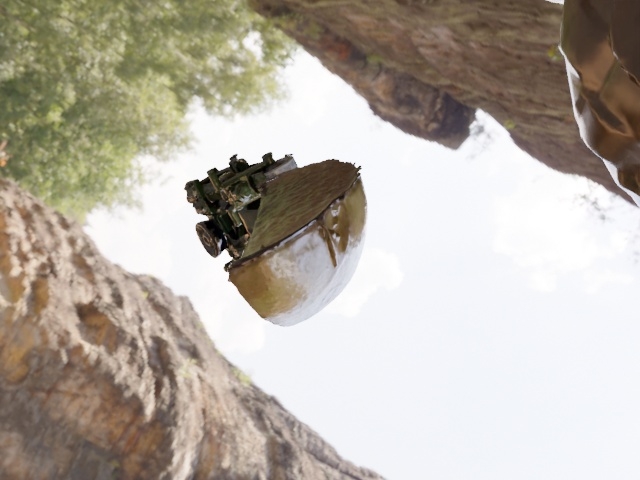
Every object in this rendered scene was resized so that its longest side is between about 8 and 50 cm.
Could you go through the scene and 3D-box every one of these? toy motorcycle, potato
[{"bbox_3d":[-0.124,-0.041,1.181,0.127,0.205,0.275,-37,-162,-33],"label":"toy motorcycle"},{"bbox_3d":[0.001,0.001,0.639,0.120,0.100,0.261,-22,-163,9],"label":"potato"}]

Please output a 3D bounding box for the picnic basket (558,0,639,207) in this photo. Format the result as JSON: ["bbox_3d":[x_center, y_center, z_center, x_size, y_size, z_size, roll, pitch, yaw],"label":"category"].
[{"bbox_3d":[0.303,-0.143,0.443,0.337,0.337,0.293,11,-73,62],"label":"picnic basket"}]

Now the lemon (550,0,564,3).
[{"bbox_3d":[0.394,-0.487,1.022,0.297,0.297,0.297,-40,-150,28],"label":"lemon"}]
